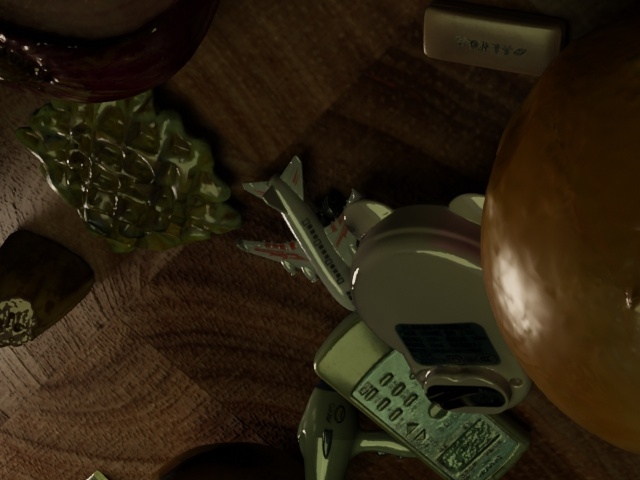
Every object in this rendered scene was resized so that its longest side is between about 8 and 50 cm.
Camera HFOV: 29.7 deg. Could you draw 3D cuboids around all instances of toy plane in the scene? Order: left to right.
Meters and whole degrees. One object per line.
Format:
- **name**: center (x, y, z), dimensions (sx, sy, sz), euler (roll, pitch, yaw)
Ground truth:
- **toy plane**: center (0.000, 0.000, 1.159), dimensions (0.162, 0.066, 0.171), euler (-24, 115, 39)

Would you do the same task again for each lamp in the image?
- **lamp**: center (0.127, 0.053, 1.106), dimensions (0.179, 0.108, 0.246), euler (0, 129, 34)

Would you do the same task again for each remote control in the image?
- **remote control**: center (0.104, 0.166, 1.247), dimensions (0.233, 0.038, 0.098), euler (40, 110, -9)

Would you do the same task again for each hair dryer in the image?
- **hair dryer**: center (0.063, 0.255, 1.306), dimensions (0.199, 0.067, 0.167), euler (21, 95, 4)

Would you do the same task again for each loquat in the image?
- **loquat**: center (-0.099, 0.342, 1.393), dimensions (0.235, 0.235, 0.235), euler (15, 133, 17)
- **loquat**: center (0.263, -0.010, 0.829), dimensions (0.328, 0.328, 0.329), euler (15, 133, 17)

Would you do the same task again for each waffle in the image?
- **waffle**: center (-0.195, -0.070, 1.214), dimensions (0.223, 0.054, 0.204), euler (-11, 121, 36)

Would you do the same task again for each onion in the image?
- **onion**: center (-0.210, -0.224, 0.986), dimensions (0.256, 0.272, 0.230), euler (44, 160, -3)

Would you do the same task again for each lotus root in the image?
- **lotus root**: center (-0.345, 0.055, 1.368), dimensions (0.159, 0.135, 0.095), euler (-14, 119, 21)

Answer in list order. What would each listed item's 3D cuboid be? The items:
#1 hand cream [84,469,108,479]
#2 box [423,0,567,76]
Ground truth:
- **hand cream**: center (-0.325, 0.345, 1.663), dimensions (0.102, 0.022, 0.035), euler (-31, 103, 38)
- **box**: center (0.139, -0.163, 0.973), dimensions (0.115, 0.025, 0.048), euler (13, 134, 18)
